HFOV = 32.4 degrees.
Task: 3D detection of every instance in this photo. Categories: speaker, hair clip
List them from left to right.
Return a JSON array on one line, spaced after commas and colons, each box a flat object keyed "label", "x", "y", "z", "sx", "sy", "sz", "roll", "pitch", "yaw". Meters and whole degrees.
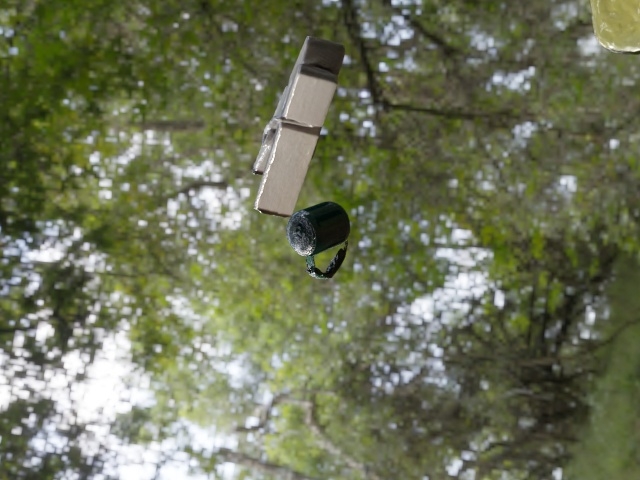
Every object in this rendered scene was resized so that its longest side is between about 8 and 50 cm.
[{"label": "hair clip", "x": -0.042, "y": -0.169, "z": 1.688, "sx": 0.330, "sy": 0.085, "sz": 0.101, "roll": 112, "pitch": 171, "yaw": -53}, {"label": "speaker", "x": 0.004, "y": 0.001, "z": 1.404, "sx": 0.075, "sy": 0.060, "sz": 0.094, "roll": -23, "pitch": -92, "yaw": -44}]

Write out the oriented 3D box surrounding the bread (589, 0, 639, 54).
[{"label": "bread", "x": 0.388, "y": -0.326, "z": 1.156, "sx": 0.198, "sy": 0.236, "sz": 0.263, "roll": -52, "pitch": -46, "yaw": -65}]
